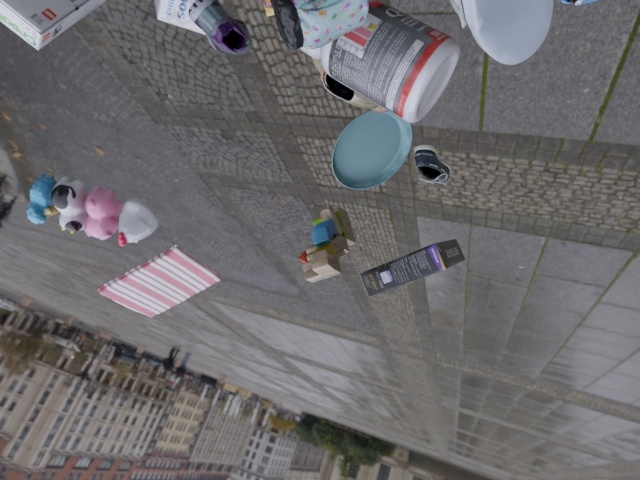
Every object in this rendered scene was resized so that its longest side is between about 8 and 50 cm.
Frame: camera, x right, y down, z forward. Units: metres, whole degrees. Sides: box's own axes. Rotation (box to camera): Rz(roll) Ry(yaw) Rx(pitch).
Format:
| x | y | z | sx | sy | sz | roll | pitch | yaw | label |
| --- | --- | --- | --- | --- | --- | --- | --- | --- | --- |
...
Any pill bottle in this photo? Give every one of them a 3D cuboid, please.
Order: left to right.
| x | y | z | sx | sy | sz | roll | pitch | yaw | label |
| --- | --- | --- | --- | --- | --- | --- | --- | --- | --- |
| 0.133 | -0.465 | 1.063 | 0.363 | 0.210 | 0.210 | 36 | 161 | 14 | pill bottle |

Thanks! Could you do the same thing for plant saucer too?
| x | y | z | sx | sy | sz | roll | pitch | yaw | label |
| --- | --- | --- | --- | --- | --- | --- | --- | --- | --- |
| 0.176 | -0.324 | 1.524 | 0.317 | 0.318 | 0.043 | 48 | -174 | -48 | plant saucer |

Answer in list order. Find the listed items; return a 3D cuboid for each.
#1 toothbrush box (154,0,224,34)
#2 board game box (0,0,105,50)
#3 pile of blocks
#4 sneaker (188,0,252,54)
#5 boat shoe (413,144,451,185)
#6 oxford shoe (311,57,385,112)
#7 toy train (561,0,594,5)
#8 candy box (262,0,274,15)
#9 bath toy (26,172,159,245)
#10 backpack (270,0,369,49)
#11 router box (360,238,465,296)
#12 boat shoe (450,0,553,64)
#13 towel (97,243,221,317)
| x | y | z | sx | sy | sz | roll | pitch | yaw | label |
| --- | --- | --- | --- | --- | --- | --- | --- | --- | --- |
| -0.280 | -0.615 | 0.931 | 0.126 | 0.295 | 0.216 | 6 | 131 | -29 | toothbrush box |
| -0.544 | -0.492 | 0.721 | 0.305 | 0.193 | 0.053 | 40 | 144 | -21 | board game box |
| 0.000 | 0.000 | 1.171 | 0.113 | 0.362 | 0.148 | -20 | 101 | 18 | pile of blocks |
| -0.184 | -0.413 | 0.898 | 0.098 | 0.083 | 0.224 | 50 | -165 | 4 | sneaker |
| 0.372 | -0.232 | 1.431 | 0.095 | 0.079 | 0.254 | 4 | 168 | 27 | boat shoe |
| 0.059 | -0.514 | 1.291 | 0.147 | 0.397 | 0.140 | -6 | 129 | -33 | oxford shoe |
| 0.665 | -0.699 | 1.116 | 0.105 | 0.184 | 0.080 | -14 | 172 | 1 | toy train |
| -0.134 | -0.925 | 1.631 | 0.187 | 0.053 | 0.109 | 8 | 129 | 34 | candy box |
| -0.594 | -0.065 | 1.137 | 0.348 | 0.129 | 0.151 | 13 | 151 | 13 | bath toy |
| 0.002 | -0.464 | 0.861 | 0.152 | 0.182 | 0.115 | 78 | 166 | -85 | backpack |
| 0.295 | 0.080 | 1.343 | 0.243 | 0.081 | 0.309 | -25 | 171 | 26 | router box |
| 0.240 | -0.450 | 0.691 | 0.136 | 0.156 | 0.367 | -38 | 130 | 25 | boat shoe |
| -0.321 | 0.083 | 0.875 | 0.197 | 0.029 | 0.144 | -28 | 143 | 9 | towel |
